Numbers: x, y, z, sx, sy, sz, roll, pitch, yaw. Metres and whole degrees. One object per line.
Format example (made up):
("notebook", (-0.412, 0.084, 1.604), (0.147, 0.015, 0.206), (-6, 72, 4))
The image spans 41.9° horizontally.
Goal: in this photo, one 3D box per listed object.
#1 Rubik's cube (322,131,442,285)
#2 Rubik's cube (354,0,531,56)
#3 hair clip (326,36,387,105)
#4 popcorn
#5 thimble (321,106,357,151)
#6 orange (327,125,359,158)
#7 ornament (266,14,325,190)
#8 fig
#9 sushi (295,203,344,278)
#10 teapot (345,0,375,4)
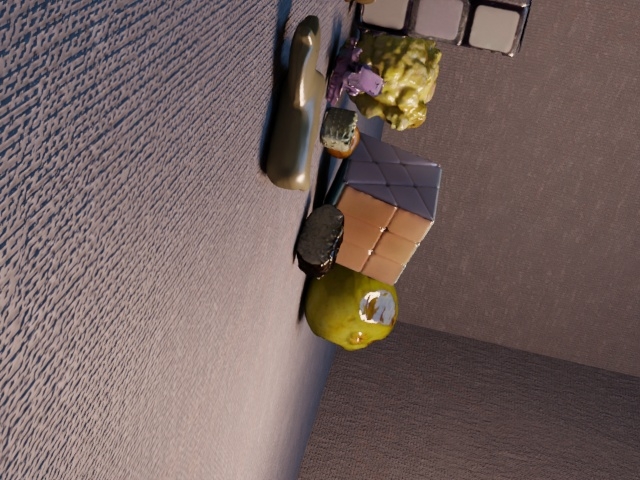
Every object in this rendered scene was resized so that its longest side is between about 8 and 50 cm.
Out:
("Rubik's cube", (0.127, -0.076, 1.915), (0.231, 0.221, 0.225), (-73, -173, -50))
("Rubik's cube", (0.282, -0.626, 1.719), (0.359, 0.362, 0.363), (-63, 164, -54))
("hair clip", (0.059, -0.327, 1.663), (0.137, 0.090, 0.278), (-65, 168, 7))
("popcorn", (0.161, -0.374, 1.881), (0.259, 0.212, 0.259), (20, 90, -77))
("thimble", (0.038, -0.227, 1.722), (0.110, 0.062, 0.084), (-69, 171, -56))
("orange", (0.046, -0.220, 1.817), (0.086, 0.062, 0.086), (-29, 130, -42))
("ornament", (-0.029, -0.185, 1.161), (0.245, 0.061, 0.230), (-2, 103, -88))
("fig", (0.070, 0.137, 2.091), (0.239, 0.239, 0.271), (96, -19, -49))
("sushi", (0.000, 0.000, 1.728), (0.078, 0.090, 0.150), (85, 20, -61))
("teapot", (0.062, -0.483, 1.517), (0.080, 0.085, 0.110), (-3, 77, -61))
